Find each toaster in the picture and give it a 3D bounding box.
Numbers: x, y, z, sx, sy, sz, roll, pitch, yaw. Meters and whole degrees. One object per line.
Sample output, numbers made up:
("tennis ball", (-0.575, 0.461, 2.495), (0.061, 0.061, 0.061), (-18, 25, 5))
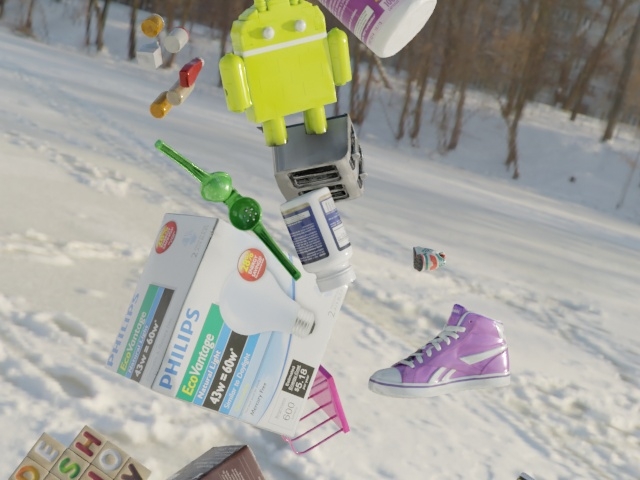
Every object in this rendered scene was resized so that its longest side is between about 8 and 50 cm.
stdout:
("toaster", (-0.010, -0.153, 1.662), (0.185, 0.110, 0.168), (-10, -27, 9))

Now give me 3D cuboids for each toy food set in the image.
("toy food set", (-0.321, -0.387, 1.865), (0.111, 0.232, 0.104), (6, 37, 12))

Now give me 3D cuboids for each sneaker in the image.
("sneaker", (0.283, 0.049, 2.224), (0.075, 0.057, 0.161), (-2, 7, -1))
("sneaker", (0.214, 0.199, 1.580), (0.282, 0.161, 0.102), (-5, 4, -22))

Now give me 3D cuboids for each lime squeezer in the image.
("lime squeezer", (-0.150, -0.056, 1.373), (0.310, 0.059, 0.110), (45, 24, -18))

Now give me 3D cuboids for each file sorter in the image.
("file sorter", (-0.081, 0.448, 2.486), (0.182, 0.202, 0.290), (-26, 29, -17))

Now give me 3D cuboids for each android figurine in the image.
("android figurine", (-0.061, -0.309, 1.506), (0.248, 0.273, 0.056), (-17, 24, -24))

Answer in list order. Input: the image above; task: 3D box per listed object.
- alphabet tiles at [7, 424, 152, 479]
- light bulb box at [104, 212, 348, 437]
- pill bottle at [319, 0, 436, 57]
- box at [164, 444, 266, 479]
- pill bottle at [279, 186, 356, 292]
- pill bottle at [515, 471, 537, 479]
("alphabet tiles", (-0.350, 0.387, 1.182), (0.198, 0.237, 0.009), (37, -21, -4))
("light bulb box", (-0.190, 0.174, 1.782), (0.361, 0.358, 0.225), (27, -13, -35))
("pill bottle", (0.075, -0.529, 1.738), (0.301, 0.169, 0.169), (45, 15, 9))
("box", (-0.232, 0.562, 1.837), (0.203, 0.167, 0.168), (-28, 4, -38))
("pill bottle", (0.000, 0.000, 1.495), (0.094, 0.169, 0.094), (-21, 5, 2))
("pill bottle", (0.319, 0.437, 1.375), (0.065, 0.116, 0.065), (35, -8, 6))
